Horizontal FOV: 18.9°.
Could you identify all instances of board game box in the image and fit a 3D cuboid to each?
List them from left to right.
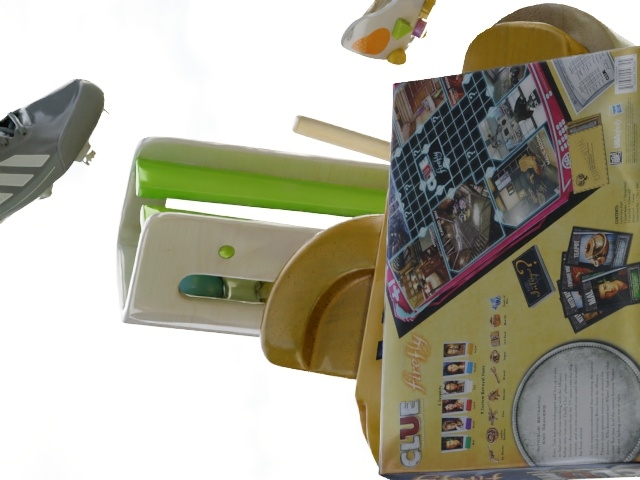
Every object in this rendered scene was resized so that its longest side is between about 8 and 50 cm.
[{"bbox_3d":[0.118,0.017,1.111,0.042,0.165,0.243,31,-122,-57],"label":"board game box"}]

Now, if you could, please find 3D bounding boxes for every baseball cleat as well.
[{"bbox_3d":[-0.240,-0.050,1.295,0.109,0.206,0.072,46,177,-34],"label":"baseball cleat"}]

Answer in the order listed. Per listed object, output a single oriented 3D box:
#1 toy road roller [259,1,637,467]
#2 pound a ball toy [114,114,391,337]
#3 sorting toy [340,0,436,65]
[{"bbox_3d":[0.099,0.008,1.317,0.202,0.240,0.330,17,-99,-61],"label":"toy road roller"},{"bbox_3d":[0.000,0.000,1.529,0.208,0.319,0.136,-105,26,-56],"label":"pound a ball toy"},{"bbox_3d":[0.060,-0.163,1.272,0.075,0.045,0.083,-58,-2,41],"label":"sorting toy"}]
